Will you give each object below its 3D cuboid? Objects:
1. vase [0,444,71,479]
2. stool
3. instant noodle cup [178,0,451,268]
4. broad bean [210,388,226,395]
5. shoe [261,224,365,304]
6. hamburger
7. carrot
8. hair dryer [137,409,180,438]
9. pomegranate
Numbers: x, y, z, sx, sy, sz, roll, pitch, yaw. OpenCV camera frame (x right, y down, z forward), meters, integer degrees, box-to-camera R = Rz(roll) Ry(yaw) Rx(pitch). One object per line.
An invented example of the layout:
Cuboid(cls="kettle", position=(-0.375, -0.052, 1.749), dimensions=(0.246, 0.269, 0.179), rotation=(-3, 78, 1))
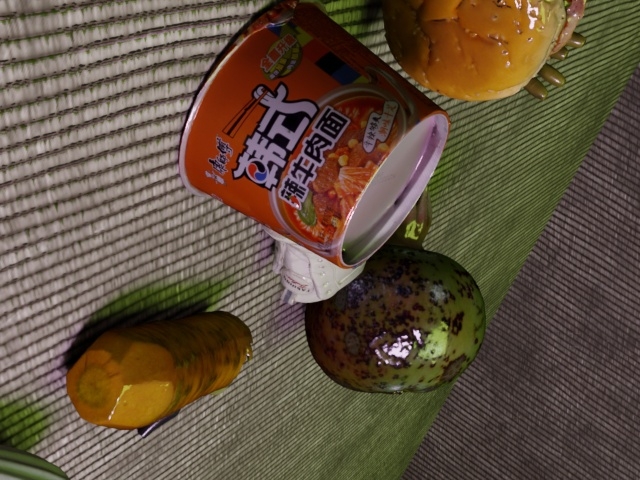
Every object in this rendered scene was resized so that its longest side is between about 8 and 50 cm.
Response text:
Cuboid(cls="vase", position=(-0.327, 0.254, 1.036), dimensions=(0.128, 0.128, 0.248), rotation=(-51, 152, -13))
Cuboid(cls="stool", position=(0.370, -0.316, 1.812), dimensions=(0.135, 0.110, 0.134), rotation=(-54, 161, -7))
Cuboid(cls="instant noodle cup", position=(0.005, -0.104, 1.122), dimensions=(0.250, 0.192, 0.250), rotation=(-48, 161, -23))
Cuboid(cls="broad bean", position=(-0.156, 0.188, 1.475), dimensions=(0.063, 0.045, 0.083), rotation=(-46, 155, 8))
Cuboid(cls="shoe", position=(0.000, 0.000, 1.391), dimensions=(0.211, 0.132, 0.342), rotation=(-64, 164, 18))
Cuboid(cls="hamburger", position=(0.183, -0.285, 1.210), dimensions=(0.163, 0.244, 0.244), rotation=(-41, 158, -28))
Cuboid(cls="carrot", position=(-0.177, 0.146, 1.239), dimensions=(0.114, 0.114, 0.302), rotation=(-60, 162, 14))
Cuboid(cls="hair dryer", position=(-0.209, 0.236, 1.455), dimensions=(0.079, 0.031, 0.083), rotation=(-44, 170, 0))
Cuboid(cls="pomegranate", position=(0.112, 0.068, 1.662), dimensions=(0.285, 0.284, 0.341), rotation=(27, 65, -72))
